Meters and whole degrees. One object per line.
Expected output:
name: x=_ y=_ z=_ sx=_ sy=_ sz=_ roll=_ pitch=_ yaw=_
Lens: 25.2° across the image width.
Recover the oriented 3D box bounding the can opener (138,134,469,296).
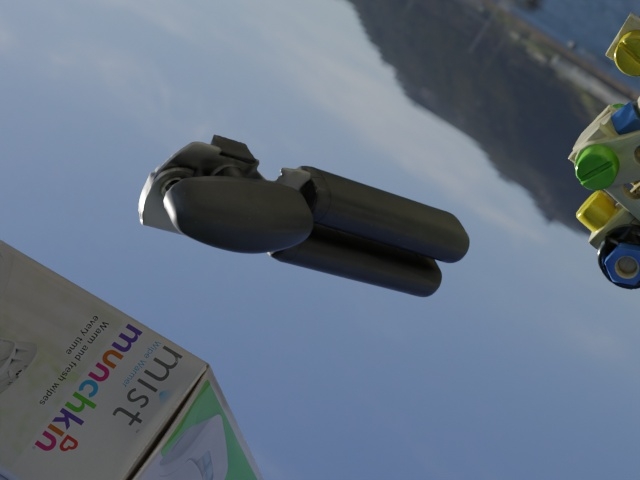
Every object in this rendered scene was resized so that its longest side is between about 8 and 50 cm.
can opener: x=0.000 y=0.000 z=1.015 sx=0.283 sy=0.076 sz=0.095 roll=16 pitch=-148 yaw=-38

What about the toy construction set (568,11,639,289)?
toy construction set: x=0.312 y=-0.022 z=1.034 sx=0.328 sy=0.215 sz=0.151 roll=48 pitch=-150 yaw=12

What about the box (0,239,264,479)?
box: x=-0.171 y=0.126 z=0.927 sx=0.231 sy=0.127 sz=0.262 roll=27 pitch=158 yaw=21
